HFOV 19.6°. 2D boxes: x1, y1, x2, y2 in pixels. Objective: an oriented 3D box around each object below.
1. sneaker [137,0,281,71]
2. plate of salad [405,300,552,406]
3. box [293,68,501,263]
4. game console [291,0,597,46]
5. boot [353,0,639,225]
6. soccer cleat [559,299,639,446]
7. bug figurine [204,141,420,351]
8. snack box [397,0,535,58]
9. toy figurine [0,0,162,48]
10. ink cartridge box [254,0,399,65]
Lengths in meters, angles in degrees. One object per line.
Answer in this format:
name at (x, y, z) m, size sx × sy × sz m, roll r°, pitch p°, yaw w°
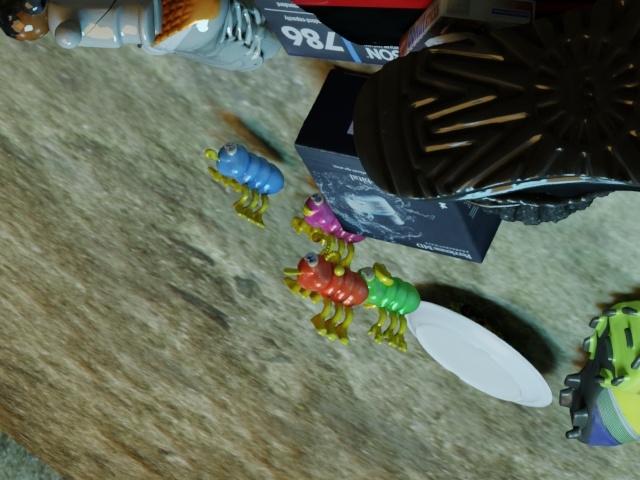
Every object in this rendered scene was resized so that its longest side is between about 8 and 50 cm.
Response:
sneaker at (-0.085, -0.196, 1.606) m, size 0.121 × 0.099 × 0.262 m, roll 17°, pitch -177°, yaw -9°
plate of salad at (0.180, 0.121, 2.083) m, size 0.200 × 0.048 × 0.200 m, roll 32°, pitch 163°, yaw 11°
box at (0.082, -0.068, 1.730) m, size 0.156 × 0.093 × 0.158 m, roll 13°, pitch 155°, yaw 28°
game console at (0.144, -0.189, 1.266) m, size 0.387 × 0.060 × 0.342 m, roll 5°, pitch 175°, yaw 21°
boot at (0.217, -0.085, 1.264) m, size 0.348 × 0.131 × 0.260 m, roll -2°, pitch 175°, yaw 26°
soccer cleat at (0.335, 0.135, 1.932) m, size 0.121 × 0.093 × 0.289 m, roll -2°, pitch 154°, yaw -9°
bug figurine at (0.000, 0.000, 1.876) m, size 0.216 × 0.072 × 0.279 m, roll 26°, pitch -160°, yaw -45°
snack box at (0.101, -0.148, 1.319) m, size 0.064 × 0.022 × 0.178 m, roll 5°, pitch 175°, yaw -7°
toy figurine at (-0.204, -0.261, 1.448) m, size 0.148 × 0.213 × 0.209 m, roll 4°, pitch 165°, yaw 9°
ink cartridge box at (0.011, -0.227, 1.510) m, size 0.165 × 0.065 × 0.332 m, roll 9°, pitch 152°, yaw 34°
